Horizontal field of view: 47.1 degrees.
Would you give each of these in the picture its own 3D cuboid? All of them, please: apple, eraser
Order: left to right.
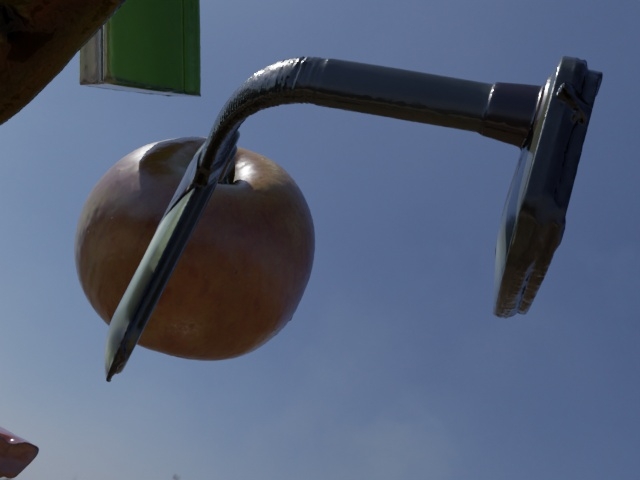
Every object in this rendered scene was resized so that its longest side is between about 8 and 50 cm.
[{"bbox_3d":[-0.288,-0.374,1.200,0.092,0.274,0.210,-2,1,37],"label":"eraser"},{"bbox_3d":[-0.194,0.000,1.216,0.401,0.333,0.400,26,15,-7],"label":"apple"}]

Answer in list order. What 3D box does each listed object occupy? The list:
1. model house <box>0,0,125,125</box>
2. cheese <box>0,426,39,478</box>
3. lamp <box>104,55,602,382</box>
[{"bbox_3d":[-0.315,-0.160,0.472,0.173,0.268,0.239,57,20,12],"label":"model house"},{"bbox_3d":[-0.431,0.214,0.742,0.128,0.203,0.177,5,-51,45],"label":"cheese"},{"bbox_3d":[-0.004,-0.004,0.404,0.283,0.203,0.124,6,-27,28],"label":"lamp"}]
